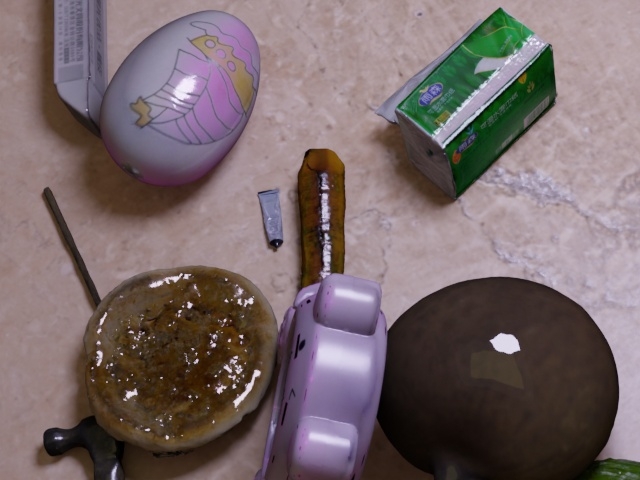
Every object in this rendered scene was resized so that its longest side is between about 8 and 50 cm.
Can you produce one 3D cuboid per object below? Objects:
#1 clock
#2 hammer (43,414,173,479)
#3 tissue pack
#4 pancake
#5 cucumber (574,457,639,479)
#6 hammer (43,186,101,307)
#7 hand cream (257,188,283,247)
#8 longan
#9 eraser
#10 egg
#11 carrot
[{"bbox_3d":[-0.001,0.193,1.770,0.113,0.322,0.295,12,70,-4],"label":"clock"},{"bbox_3d":[-0.254,0.426,1.866,0.168,0.044,0.440,-11,64,7],"label":"hammer"},{"bbox_3d":[0.194,-0.198,2.021,0.209,0.148,0.156,-43,66,-10],"label":"tissue pack"},{"bbox_3d":[-0.181,0.149,1.956,0.282,0.049,0.282,-2,58,2],"label":"pancake"},{"bbox_3d":[0.372,0.316,1.768,0.244,0.134,0.134,14,68,28],"label":"cucumber"},{"bbox_3d":[-0.332,0.039,2.074,0.058,0.029,0.292,-27,61,-5],"label":"hammer"},{"bbox_3d":[-0.066,-0.029,2.064,0.030,0.019,0.093,-13,57,6],"label":"hand cream"},{"bbox_3d":[0.204,0.177,1.785,0.300,0.243,0.300,-16,48,18],"label":"longan"},{"bbox_3d":[-0.354,-0.312,2.207,0.061,0.089,0.352,-10,64,10],"label":"eraser"},{"bbox_3d":[-0.185,-0.198,2.065,0.196,0.196,0.271,38,74,23],"label":"egg"},{"bbox_3d":[0.000,0.000,2.009,0.070,0.070,0.260,-3,67,9],"label":"carrot"}]
